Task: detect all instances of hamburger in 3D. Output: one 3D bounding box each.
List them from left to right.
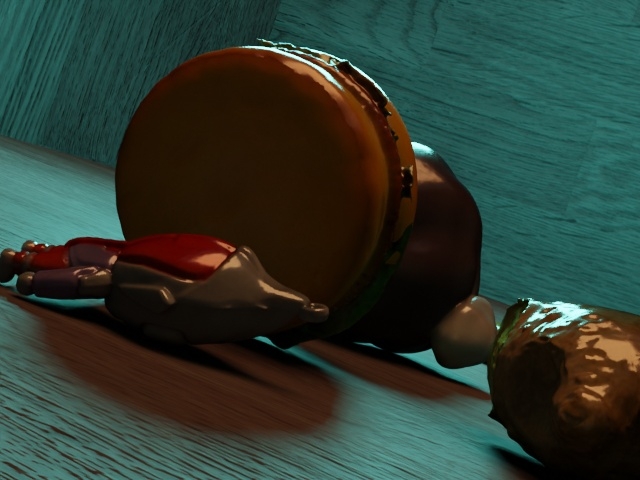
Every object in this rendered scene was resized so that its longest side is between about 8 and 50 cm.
[{"bbox_3d":[-0.034,-0.040,1.103,0.246,0.246,0.170,20,15,22],"label":"hamburger"}]

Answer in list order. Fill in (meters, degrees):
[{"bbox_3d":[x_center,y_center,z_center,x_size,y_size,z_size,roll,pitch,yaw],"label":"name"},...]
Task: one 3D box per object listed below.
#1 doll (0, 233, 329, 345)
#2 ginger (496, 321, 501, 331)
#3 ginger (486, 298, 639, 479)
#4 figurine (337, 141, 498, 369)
[{"bbox_3d":[-0.104,0.029,0.924,0.228,0.075,0.102,10,15,12],"label":"doll"},{"bbox_3d":[0.248,0.134,1.602,0.193,0.052,0.176,19,-3,-31],"label":"ginger"},{"bbox_3d":[0.247,0.122,0.949,0.270,0.123,0.219,14,0,-2],"label":"ginger"},{"bbox_3d":[-0.010,0.016,1.380,0.365,0.206,0.218,-8,-36,31],"label":"figurine"}]
